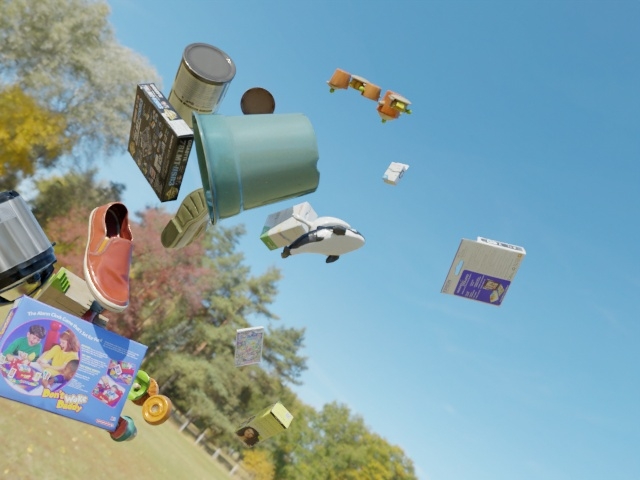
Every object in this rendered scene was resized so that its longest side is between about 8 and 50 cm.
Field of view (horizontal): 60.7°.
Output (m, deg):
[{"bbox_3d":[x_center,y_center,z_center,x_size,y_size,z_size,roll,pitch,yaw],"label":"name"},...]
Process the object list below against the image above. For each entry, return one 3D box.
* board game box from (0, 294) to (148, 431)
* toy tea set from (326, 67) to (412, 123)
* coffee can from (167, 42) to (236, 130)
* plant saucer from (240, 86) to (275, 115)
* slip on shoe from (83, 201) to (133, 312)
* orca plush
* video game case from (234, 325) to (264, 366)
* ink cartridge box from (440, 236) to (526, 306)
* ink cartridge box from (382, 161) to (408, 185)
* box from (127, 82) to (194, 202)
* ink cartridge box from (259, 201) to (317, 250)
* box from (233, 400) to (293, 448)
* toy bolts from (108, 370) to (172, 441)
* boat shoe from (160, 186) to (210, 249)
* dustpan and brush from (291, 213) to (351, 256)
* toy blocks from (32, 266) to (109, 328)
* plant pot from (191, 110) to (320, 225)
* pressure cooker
[{"bbox_3d":[-0.648,0.319,1.390,0.347,0.233,0.078,34,-31,-32],"label":"board game box"},{"bbox_3d":[0.179,-0.536,2.076,0.336,0.124,0.200,24,19,-2],"label":"toy tea set"},{"bbox_3d":[-0.467,-0.586,2.106,0.201,0.201,0.275,42,-44,1],"label":"coffee can"},{"bbox_3d":[-0.301,-0.656,2.627,0.168,0.168,0.029,53,11,-26],"label":"plant saucer"},{"bbox_3d":[-0.556,0.035,1.458,0.101,0.331,0.123,-31,-34,26],"label":"slip on shoe"},{"bbox_3d":[0.000,0.000,1.849,0.102,0.287,0.151,-116,-170,-48],"label":"orca plush"},{"bbox_3d":[-0.218,0.323,1.663,0.011,0.087,0.122,33,-60,55],"label":"video game case"},{"bbox_3d":[0.502,0.094,1.709,0.208,0.045,0.206,13,-64,-6],"label":"ink cartridge box"},{"bbox_3d":[0.239,-0.218,1.737,0.048,0.083,0.028,22,-19,38],"label":"ink cartridge box"},{"bbox_3d":[-0.557,-0.333,1.874,0.293,0.073,0.295,51,-45,26],"label":"box"},{"bbox_3d":[-0.134,-0.059,2.311,0.212,0.154,0.093,-19,-54,29],"label":"ink cartridge box"},{"bbox_3d":[-0.206,0.662,1.954,0.087,0.058,0.232,48,-58,-4],"label":"box"},{"bbox_3d":[-0.616,0.604,1.881,0.218,0.228,0.158,30,-24,23],"label":"toy bolts"},{"bbox_3d":[-0.457,-0.083,1.984,0.103,0.302,0.113,9,45,-54],"label":"boat shoe"},{"bbox_3d":[-0.012,-0.043,2.028,0.211,0.147,0.060,27,12,-22],"label":"dustpan and brush"},{"bbox_3d":[-0.861,0.271,1.872,0.261,0.191,0.381,39,-63,-22],"label":"toy blocks"},{"bbox_3d":[-0.193,-0.242,1.662,0.341,0.334,0.341,169,-90,-76],"label":"plant pot"},{"bbox_3d":[-1.289,0.050,2.185,0.420,0.370,0.375,64,-15,-14],"label":"pressure cooker"}]
